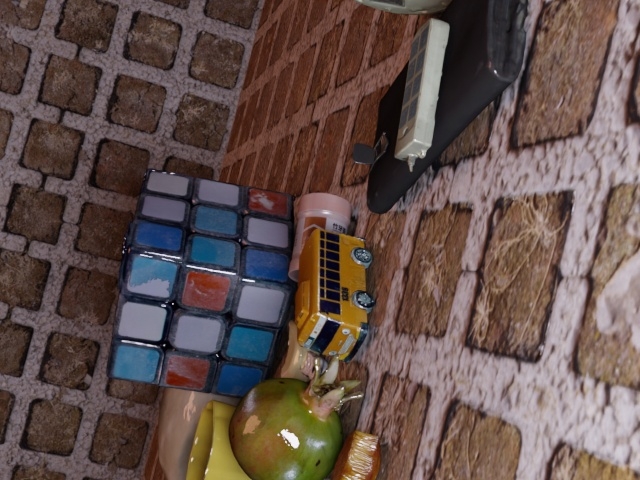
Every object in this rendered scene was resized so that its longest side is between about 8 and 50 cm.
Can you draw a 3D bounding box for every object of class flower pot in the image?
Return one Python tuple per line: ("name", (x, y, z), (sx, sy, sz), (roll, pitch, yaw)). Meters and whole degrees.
("flower pot", (-0.129, 0.390, 1.618), (0.195, 0.179, 0.195), (-165, 90, -77))

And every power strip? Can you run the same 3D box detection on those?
("power strip", (0.136, -0.200, 1.271), (0.080, 0.029, 0.227), (147, 135, -69))

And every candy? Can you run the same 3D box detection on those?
("candy", (-0.290, 0.393, 2.238), (0.427, 0.186, 0.386), (-88, 15, -53))

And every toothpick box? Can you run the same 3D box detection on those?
("toothpick box", (0.000, 0.000, 1.687), (0.098, 0.098, 0.149), (138, 143, -65))

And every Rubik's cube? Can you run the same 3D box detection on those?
("Rubik's cube", (-0.254, 0.096, 2.013), (0.362, 0.358, 0.363), (-99, 20, -57))

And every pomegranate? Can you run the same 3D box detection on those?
("pomegranate", (-0.033, 0.275, 1.421), (0.224, 0.181, 0.181), (-53, 22, 21))

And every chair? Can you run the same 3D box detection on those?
("chair", (0.071, -0.135, 1.441), (0.086, 0.042, 0.037), (125, 152, -58))

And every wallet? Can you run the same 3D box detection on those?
("wallet", (0.172, -0.216, 1.343), (0.406, 0.062, 0.228), (129, 152, -60))

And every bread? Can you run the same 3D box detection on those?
("bread", (0.055, 0.304, 1.273), (0.085, 0.053, 0.085), (-157, 90, -85))

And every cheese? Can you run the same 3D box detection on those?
("cheese", (-0.025, 0.213, 1.666), (0.235, 0.049, 0.127), (-171, 99, -74))

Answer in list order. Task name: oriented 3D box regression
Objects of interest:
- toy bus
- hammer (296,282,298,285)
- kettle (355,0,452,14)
("toy bus", (0.018, 0.085, 1.500), (0.098, 0.114, 0.201), (118, 161, -43))
("hammer", (-0.036, 0.124, 1.846), (0.019, 0.035, 0.110), (-108, 27, -68))
("kettle", (0.155, -0.568, 1.503), (0.361, 0.250, 0.377), (48, -125, -73))
